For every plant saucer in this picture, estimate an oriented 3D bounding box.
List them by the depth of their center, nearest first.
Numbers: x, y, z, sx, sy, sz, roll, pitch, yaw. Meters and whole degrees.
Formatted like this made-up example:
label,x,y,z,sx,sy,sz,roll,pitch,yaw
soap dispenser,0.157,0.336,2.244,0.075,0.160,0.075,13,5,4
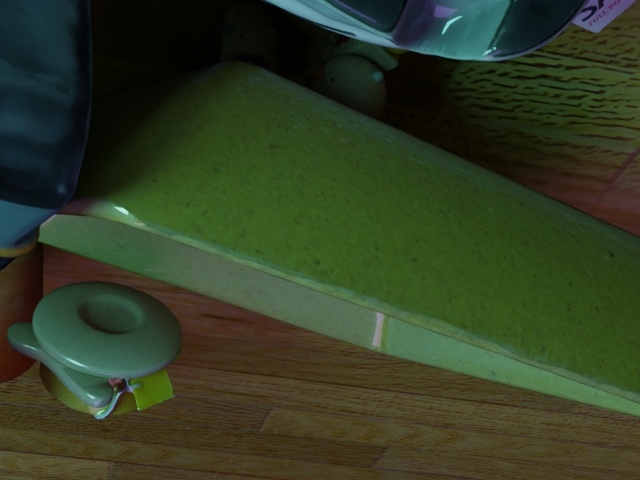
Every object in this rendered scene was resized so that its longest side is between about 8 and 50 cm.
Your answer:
label,x,y,z,sx,sy,sz,roll,pitch,yaw
plant saucer,0.000,0.000,0.561,0.333,0.081,0.333,21,172,-28

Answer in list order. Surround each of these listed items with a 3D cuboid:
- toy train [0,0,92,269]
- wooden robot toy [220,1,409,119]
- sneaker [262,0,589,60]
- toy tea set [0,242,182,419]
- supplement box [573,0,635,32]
label,x,y,z,sx,sy,sz,roll,pitch,yaw
toy train,-0.225,-0.055,0.300,0.334,0.142,0.190,16,149,-38
wooden robot toy,0.000,-0.083,0.517,0.173,0.079,0.076,-24,141,35
sneaker,-0.077,-0.156,0.349,0.330,0.122,0.146,32,178,-18
toy tea set,-0.247,0.091,0.608,0.336,0.200,0.124,-17,134,-45
supplement box,0.104,-0.135,0.407,0.036,0.098,0.062,18,146,-25
